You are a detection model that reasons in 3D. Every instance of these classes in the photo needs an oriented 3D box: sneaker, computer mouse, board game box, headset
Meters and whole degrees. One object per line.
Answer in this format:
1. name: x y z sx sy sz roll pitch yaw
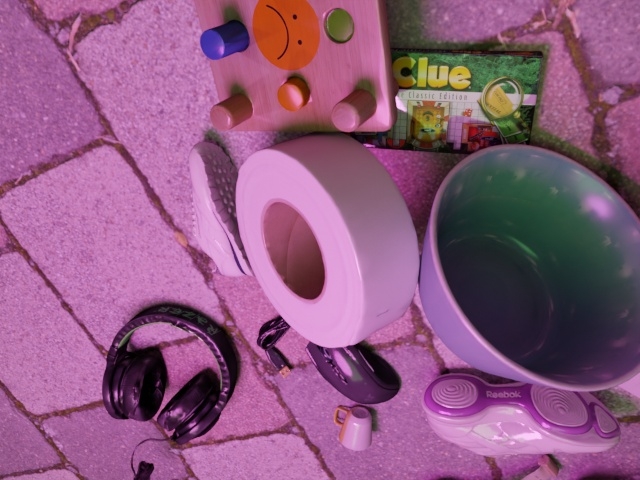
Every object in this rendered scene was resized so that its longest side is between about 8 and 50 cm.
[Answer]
1. sneaker: -0.167 -0.040 0.927 0.095 0.090 0.235 -2 118 28
2. sneaker: 0.326 0.299 0.978 0.305 0.114 0.152 4 134 19
3. computer mouse: 0.003 0.226 1.044 0.184 0.060 0.262 -34 105 29
4. board game box: 0.148 -0.183 0.779 0.260 0.030 0.136 5 119 14
5. headset: -0.308 0.317 1.116 0.244 0.185 0.394 21 112 5

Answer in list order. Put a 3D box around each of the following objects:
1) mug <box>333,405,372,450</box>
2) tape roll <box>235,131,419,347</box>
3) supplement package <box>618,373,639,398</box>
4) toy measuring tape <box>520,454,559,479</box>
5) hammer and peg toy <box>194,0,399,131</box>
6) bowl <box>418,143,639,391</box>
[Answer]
1. mug: 0.062 0.345 1.098 0.078 0.062 0.064 9 114 4
2. tape roll: 0.000 0.000 0.800 0.286 0.100 0.286 34 136 41
3. supplement package: 0.543 0.147 0.766 0.293 0.175 0.177 30 123 -2
4. toy measuring tape: 0.284 0.483 1.108 0.330 0.121 0.121 -39 104 8
5. hammer and peg toy: -0.052 -0.303 0.688 0.266 0.127 0.361 5 122 30
6. bowl: 0.250 0.051 0.752 0.312 0.311 0.163 29 150 -2
